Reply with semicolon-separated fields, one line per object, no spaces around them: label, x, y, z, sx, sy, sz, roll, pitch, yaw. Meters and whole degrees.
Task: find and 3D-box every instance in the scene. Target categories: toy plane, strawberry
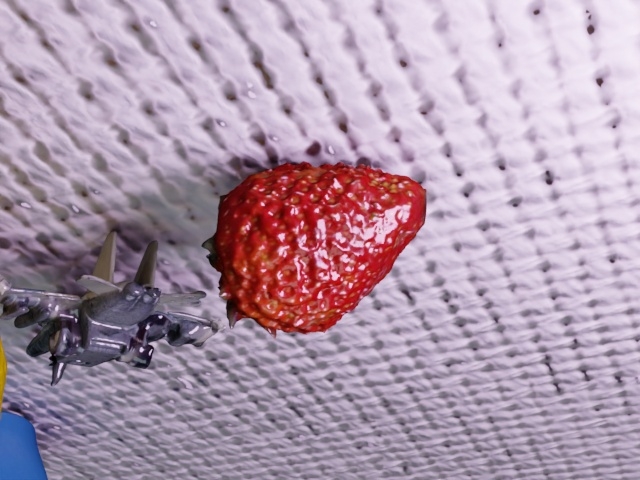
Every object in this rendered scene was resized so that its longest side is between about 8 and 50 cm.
toy plane;-0.193;0.076;1.119;0.192;0.088;0.262;12;150;-27
strawberry;-0.001;0.007;0.964;0.148;0.131;0.131;2;153;9

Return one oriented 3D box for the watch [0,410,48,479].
watch;-0.392;0.256;1.350;0.274;0.241;0.305;-6;155;-30

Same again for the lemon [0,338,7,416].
lemon;-0.359;0.109;1.000;0.267;0.267;0.267;-1;153;-1
